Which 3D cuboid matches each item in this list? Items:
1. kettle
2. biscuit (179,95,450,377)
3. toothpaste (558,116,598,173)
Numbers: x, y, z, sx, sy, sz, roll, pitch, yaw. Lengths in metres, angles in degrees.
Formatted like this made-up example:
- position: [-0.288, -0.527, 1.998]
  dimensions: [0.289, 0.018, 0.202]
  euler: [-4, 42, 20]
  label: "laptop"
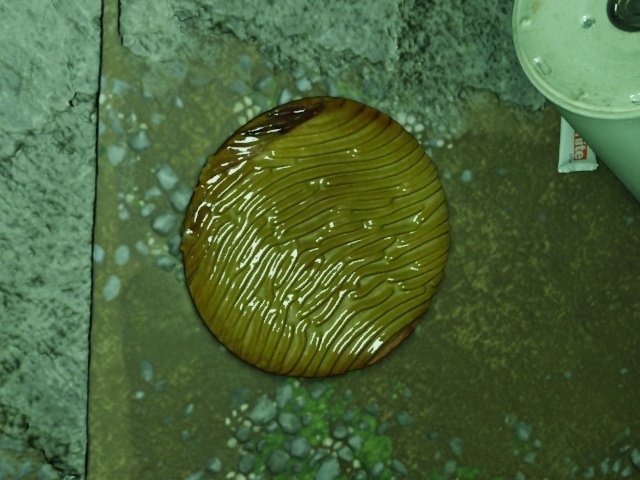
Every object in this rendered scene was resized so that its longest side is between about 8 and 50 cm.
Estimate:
- position: [0.407, -0.213, 1.639]
  dimensions: [0.377, 0.250, 0.361]
  euler: [40, 72, -55]
  label: "kettle"
- position: [0.000, 0.000, 1.687]
  dimensions: [0.318, 0.040, 0.317]
  euler: [-4, 102, -21]
  label: "biscuit"
- position: [0.300, -0.186, 1.780]
  dimensions: [0.052, 0.033, 0.218]
  euler: [-7, 107, -16]
  label: "toothpaste"
